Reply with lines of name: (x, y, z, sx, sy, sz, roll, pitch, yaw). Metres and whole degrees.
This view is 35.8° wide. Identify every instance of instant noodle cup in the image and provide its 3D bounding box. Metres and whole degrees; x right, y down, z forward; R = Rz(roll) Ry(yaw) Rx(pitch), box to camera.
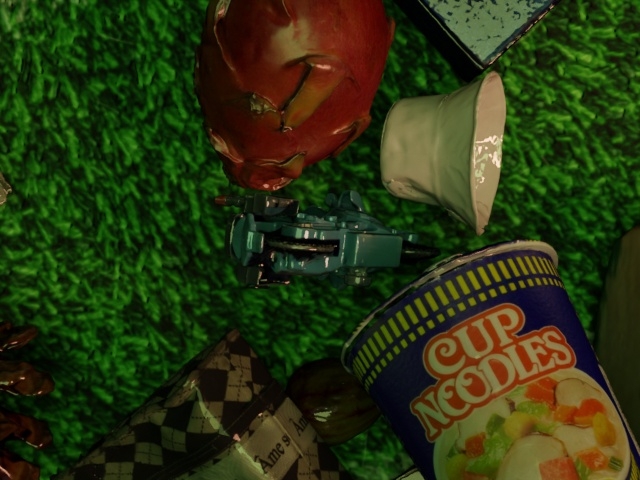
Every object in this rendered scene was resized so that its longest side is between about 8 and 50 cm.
instant noodle cup: (0.208, 0.202, 1.058, 0.284, 0.284, 0.312, -27, 63, 0)

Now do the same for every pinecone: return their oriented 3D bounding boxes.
pinecone: (-0.423, 0.211, 1.136, 0.243, 0.244, 0.309, -3, 106, 0)

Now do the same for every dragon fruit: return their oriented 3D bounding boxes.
dragon fruit: (-0.032, -0.216, 1.133, 0.250, 0.250, 0.315, 2, 86, 0)

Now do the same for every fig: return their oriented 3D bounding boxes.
fig: (0.032, 0.196, 1.205, 0.154, 0.103, 0.109, 3, 68, -12)

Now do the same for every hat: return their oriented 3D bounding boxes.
hat: (0.143, -0.108, 1.176, 0.126, 0.203, 0.203, 9, 91, 18)

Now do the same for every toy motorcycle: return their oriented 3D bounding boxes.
toy motorcycle: (0.000, 0.000, 1.148, 0.272, 0.182, 0.124, 3, 95, -45)

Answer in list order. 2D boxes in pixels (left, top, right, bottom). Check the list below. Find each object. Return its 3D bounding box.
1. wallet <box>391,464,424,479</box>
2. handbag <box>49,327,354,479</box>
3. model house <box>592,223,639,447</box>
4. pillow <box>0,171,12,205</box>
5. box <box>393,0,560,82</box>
wallet: (0.170, 0.304, 1.243, 0.176, 0.026, 0.095, -30, 89, 0)
handbag: (-0.100, 0.353, 1.150, 0.316, 0.180, 0.416, -35, 93, 28)
model house: (0.525, 0.173, 1.120, 0.342, 0.334, 0.382, 8, 86, -11)
pillow: (-0.557, -0.120, 1.179, 0.283, 0.138, 0.310, -26, 93, -9)
box: (0.187, -0.382, 1.187, 0.261, 0.116, 0.279, -42, 90, -1)
